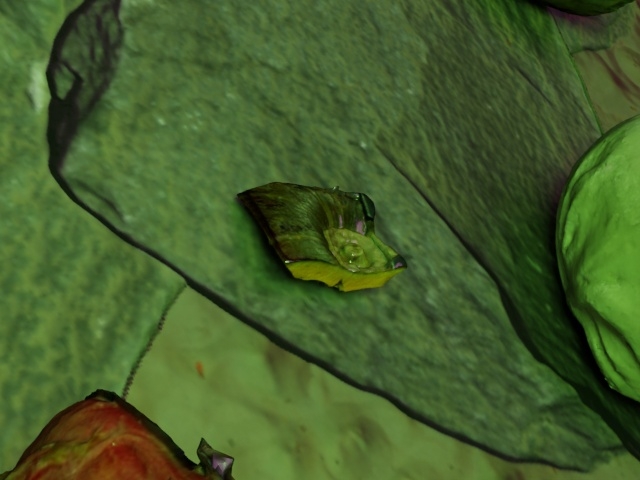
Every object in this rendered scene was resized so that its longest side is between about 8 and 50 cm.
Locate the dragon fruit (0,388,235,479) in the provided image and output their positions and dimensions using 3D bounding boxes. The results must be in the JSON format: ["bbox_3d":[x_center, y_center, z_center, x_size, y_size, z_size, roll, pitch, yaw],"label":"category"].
[{"bbox_3d":[-0.067,0.178,0.467,0.148,0.218,0.223,-36,111,-24],"label":"dragon fruit"}]

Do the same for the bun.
[{"bbox_3d":[0.232,0.029,0.927,0.231,0.133,0.231,55,14,-21],"label":"bun"}]

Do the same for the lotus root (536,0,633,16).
[{"bbox_3d":[0.189,-0.288,1.169,0.119,0.138,0.234,14,49,-31],"label":"lotus root"}]

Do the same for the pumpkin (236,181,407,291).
[{"bbox_3d":[-0.002,-0.001,0.803,0.101,0.035,0.073,6,42,-38],"label":"pumpkin"}]
